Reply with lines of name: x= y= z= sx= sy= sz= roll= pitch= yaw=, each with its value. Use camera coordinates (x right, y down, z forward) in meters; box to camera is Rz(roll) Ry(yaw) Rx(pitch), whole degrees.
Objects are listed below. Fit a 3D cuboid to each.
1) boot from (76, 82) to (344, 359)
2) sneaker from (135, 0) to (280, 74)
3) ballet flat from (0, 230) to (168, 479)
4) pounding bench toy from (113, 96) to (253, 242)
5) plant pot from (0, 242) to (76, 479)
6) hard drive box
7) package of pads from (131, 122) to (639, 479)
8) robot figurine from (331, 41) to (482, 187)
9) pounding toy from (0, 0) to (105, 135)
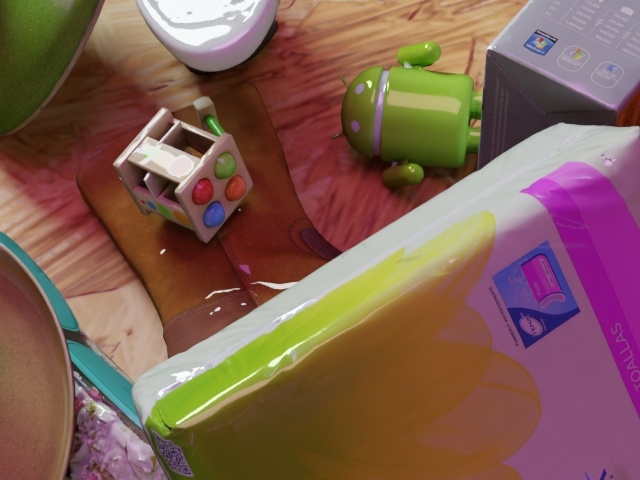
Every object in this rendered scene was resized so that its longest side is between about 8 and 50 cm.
boot: x=0.000 y=0.000 z=0.856 sx=0.264 sy=0.096 sz=0.280 roll=-27 pitch=51 yaw=-3
sneaker: x=-0.067 y=-0.165 z=0.906 sx=0.104 sy=0.147 sz=0.296 roll=-18 pitch=39 yaw=0
ballet flat: x=-0.173 y=0.083 z=0.799 sx=0.241 sy=0.091 sz=0.077 roll=43 pitch=99 yaw=32
pounding bench toy: x=-0.074 y=-0.051 z=0.823 sx=0.065 sy=0.052 sz=0.083 roll=23 pitch=63 yaw=31
plant pot: x=-0.239 y=0.104 z=0.759 sx=0.236 sy=0.032 sz=0.236 roll=-4 pitch=79 yaw=20
hard drive box: x=0.201 y=-0.118 z=0.852 sx=0.089 sy=0.181 sz=0.232 roll=30 pitch=63 yaw=21
package of pads: x=0.078 y=0.105 z=0.686 sx=0.296 sy=0.229 sz=0.101 roll=-30 pitch=18 yaw=-17
robot figurine: x=0.067 y=-0.086 z=0.905 sx=0.115 sy=0.067 sz=0.101 roll=7 pitch=87 yaw=8
pounding toy: x=-0.234 y=-0.198 z=0.917 sx=0.110 sy=0.183 sz=0.237 roll=25 pitch=46 yaw=-32
